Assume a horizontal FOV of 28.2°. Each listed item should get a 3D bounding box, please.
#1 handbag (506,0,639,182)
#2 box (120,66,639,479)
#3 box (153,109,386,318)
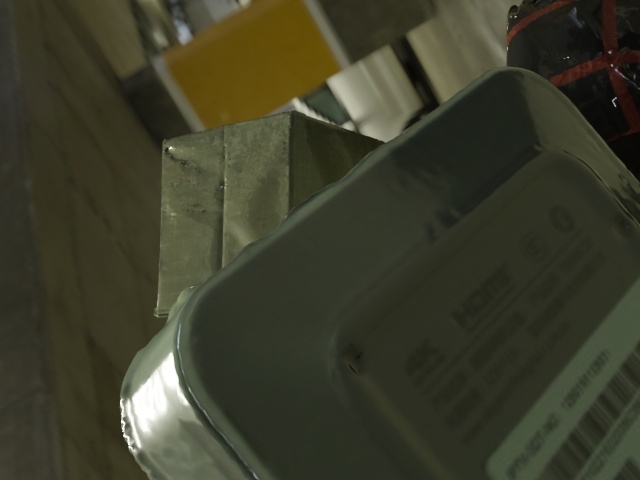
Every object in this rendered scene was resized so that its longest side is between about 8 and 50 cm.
[{"bbox_3d":[0.254,-0.135,1.096,0.155,0.169,0.215,29,-127,-36],"label":"handbag"},{"bbox_3d":[0.130,0.118,0.728,0.396,0.111,0.396,50,-135,0],"label":"box"},{"bbox_3d":[0.000,0.000,1.048,0.231,0.155,0.149,13,-106,-47],"label":"box"}]
